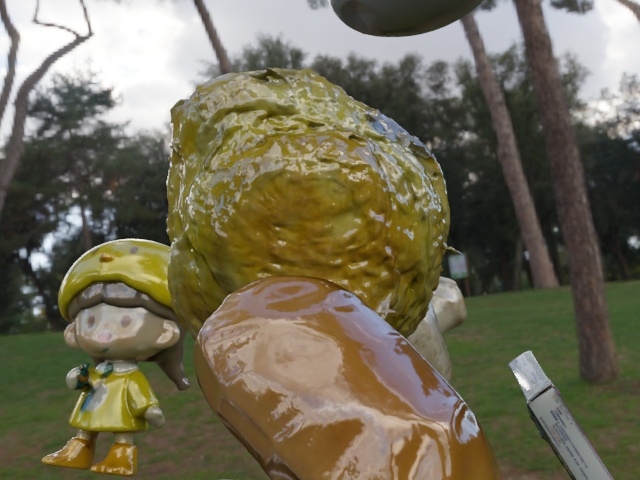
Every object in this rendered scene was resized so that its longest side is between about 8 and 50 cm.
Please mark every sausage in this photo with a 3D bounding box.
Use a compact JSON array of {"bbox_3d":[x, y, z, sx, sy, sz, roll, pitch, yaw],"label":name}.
[{"bbox_3d":[0.019,0.124,0.566,0.136,0.241,0.120,-34,-24,-37],"label":"sausage"}]

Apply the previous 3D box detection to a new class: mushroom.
[{"bbox_3d":[0.162,0.180,1.615,0.290,0.297,0.297,-21,-1,-25],"label":"mushroom"}]

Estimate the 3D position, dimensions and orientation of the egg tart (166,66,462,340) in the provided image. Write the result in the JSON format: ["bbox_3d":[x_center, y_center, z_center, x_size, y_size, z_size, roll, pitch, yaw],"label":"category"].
[{"bbox_3d":[0.000,0.000,0.880,0.340,0.351,0.153,7,8,-16],"label":"egg tart"}]

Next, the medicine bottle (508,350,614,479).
[{"bbox_3d":[0.339,0.261,1.202,0.052,0.171,0.201,-32,2,8],"label":"medicine bottle"}]

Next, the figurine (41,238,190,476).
[{"bbox_3d":[-0.296,0.162,1.209,0.215,0.343,0.187,7,-20,10],"label":"figurine"}]

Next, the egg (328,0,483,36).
[{"bbox_3d":[0.111,-0.336,0.993,0.232,0.176,0.176,-23,-12,21],"label":"egg"}]
